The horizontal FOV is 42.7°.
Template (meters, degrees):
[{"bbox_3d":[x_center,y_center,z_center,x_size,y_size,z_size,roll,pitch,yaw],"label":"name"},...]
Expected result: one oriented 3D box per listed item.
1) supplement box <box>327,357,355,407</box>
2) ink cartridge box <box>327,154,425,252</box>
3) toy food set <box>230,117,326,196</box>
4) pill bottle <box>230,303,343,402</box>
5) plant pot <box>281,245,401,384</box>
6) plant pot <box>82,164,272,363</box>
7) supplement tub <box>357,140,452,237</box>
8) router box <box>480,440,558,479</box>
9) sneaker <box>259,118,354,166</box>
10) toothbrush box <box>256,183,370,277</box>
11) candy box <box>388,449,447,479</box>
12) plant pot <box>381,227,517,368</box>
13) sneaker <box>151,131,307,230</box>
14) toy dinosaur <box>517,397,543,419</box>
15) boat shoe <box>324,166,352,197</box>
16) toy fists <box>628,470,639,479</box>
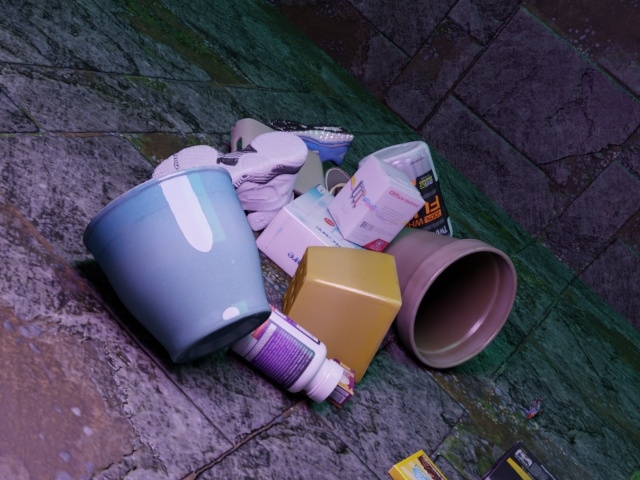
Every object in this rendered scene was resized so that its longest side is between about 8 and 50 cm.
[{"bbox_3d":[0.033,0.276,1.588,0.055,0.043,0.083,35,21,-9],"label":"supplement box"},{"bbox_3d":[0.131,-0.086,1.944,0.128,0.176,0.127,24,28,-38],"label":"ink cartridge box"},{"bbox_3d":[-0.111,-0.189,2.258,0.306,0.092,0.219,26,36,-28],"label":"toy food set"},{"bbox_3d":[-0.058,0.208,1.489,0.193,0.108,0.108,37,21,-5],"label":"pill bottle"},{"bbox_3d":[0.031,0.128,1.682,0.187,0.212,0.212,22,24,-10],"label":"plant pot"},{"bbox_3d":[-0.216,0.055,1.367,0.272,0.272,0.255,-5,63,-61],"label":"plant pot"},{"bbox_3d":[0.244,-0.089,2.277,0.207,0.207,0.338,-60,133,-69],"label":"supplement tub"},{"bbox_3d":[0.451,0.568,1.625,0.309,0.081,0.243,46,23,18],"label":"router box"},{"bbox_3d":[-0.062,-0.270,2.416,0.330,0.147,0.130,3,22,-24],"label":"sneaker"},{"bbox_3d":[0.000,0.000,1.979,0.216,0.126,0.295,41,23,4],"label":"toothbrush box"},{"bbox_3d":[0.221,0.481,1.491,0.206,0.027,0.105,48,32,23],"label":"candy box"},{"bbox_3d":[0.270,0.106,2.015,0.323,0.323,0.280,21,12,-39],"label":"plant pot"},{"bbox_3d":[-0.204,-0.113,1.875,0.366,0.210,0.137,-17,50,-24],"label":"sneaker"},{"bbox_3d":[0.554,0.441,2.112,0.090,0.047,0.082,45,38,-12],"label":"toy dinosaur"},{"bbox_3d":[0.074,-0.105,2.279,0.091,0.109,0.305,60,7,-51],"label":"boat shoe"},{"bbox_3d":[0.890,0.703,2.056,0.279,0.096,0.142,38,11,3],"label":"toy fists"}]
